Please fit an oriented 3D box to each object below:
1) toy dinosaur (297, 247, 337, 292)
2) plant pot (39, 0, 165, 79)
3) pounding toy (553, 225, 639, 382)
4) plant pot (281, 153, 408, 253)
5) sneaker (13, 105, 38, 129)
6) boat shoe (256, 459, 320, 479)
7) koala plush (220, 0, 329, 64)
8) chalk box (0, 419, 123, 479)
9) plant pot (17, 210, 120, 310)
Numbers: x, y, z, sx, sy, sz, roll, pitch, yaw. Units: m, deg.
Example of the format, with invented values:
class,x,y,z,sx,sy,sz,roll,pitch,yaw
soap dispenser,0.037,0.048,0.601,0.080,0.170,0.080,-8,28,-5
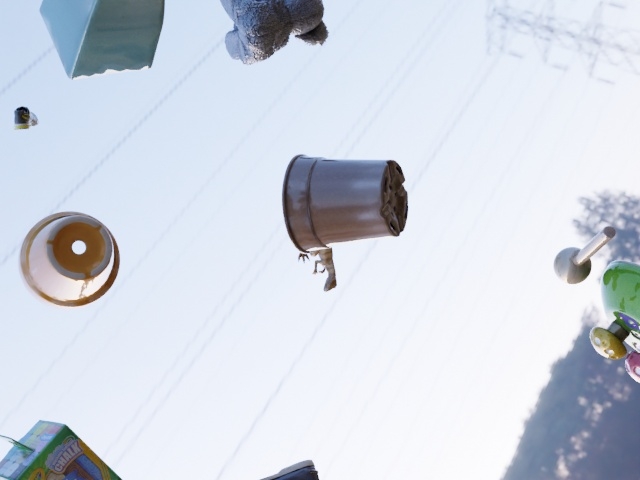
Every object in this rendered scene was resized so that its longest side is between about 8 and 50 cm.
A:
class,x,y,z,sx,sy,sz,roll,pitch,yaw
toy dinosaur,0.000,0.000,1.952,0.064,0.112,0.211,-14,-92,-33
plant pot,-0.371,-0.429,1.665,0.166,0.165,0.234,-15,-21,-32
pounding toy,0.402,0.109,1.249,0.110,0.237,0.183,-46,-3,-10
plant pot,0.047,-0.063,1.538,0.167,0.165,0.166,-2,-90,-67
sneaker,-0.477,-0.202,1.536,0.083,0.031,0.035,-108,19,-71
boat shoe,-0.093,0.435,1.579,0.206,0.065,0.075,-22,-26,-14
koala plush,-0.087,-0.486,2.056,0.221,0.203,0.196,-17,-59,-17
chalk box,-0.477,0.403,1.667,0.132,0.132,0.213,-49,-65,-29
plant pot,-0.498,0.031,1.917,0.205,0.205,0.188,-58,13,-21
